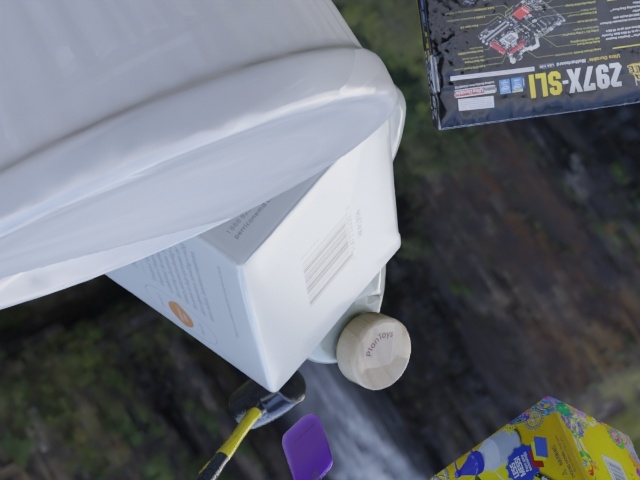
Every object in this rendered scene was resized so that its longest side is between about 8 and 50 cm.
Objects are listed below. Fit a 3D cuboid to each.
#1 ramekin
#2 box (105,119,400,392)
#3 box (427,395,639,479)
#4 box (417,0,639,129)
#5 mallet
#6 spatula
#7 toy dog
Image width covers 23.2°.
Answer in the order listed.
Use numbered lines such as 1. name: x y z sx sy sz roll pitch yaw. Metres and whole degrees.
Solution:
1. ramekin: -0.110 -0.066 0.763 0.273 0.127 0.273 -25 174 -3
2. box: -0.126 -0.077 1.181 0.168 0.345 0.215 -49 158 -20
3. box: 0.241 0.381 1.704 0.279 0.290 0.177 -40 137 22
4. box: 0.280 -0.282 1.878 0.322 0.257 0.079 -9 -171 0
5. mallet: -0.078 0.165 1.186 0.062 0.039 0.190 -32 -167 47
6. spatula: 0.031 0.361 2.031 0.030 0.296 0.084 -3 144 -48
7. toy dog: 0.000 0.000 1.679 0.161 0.334 0.220 -4 175 -42
